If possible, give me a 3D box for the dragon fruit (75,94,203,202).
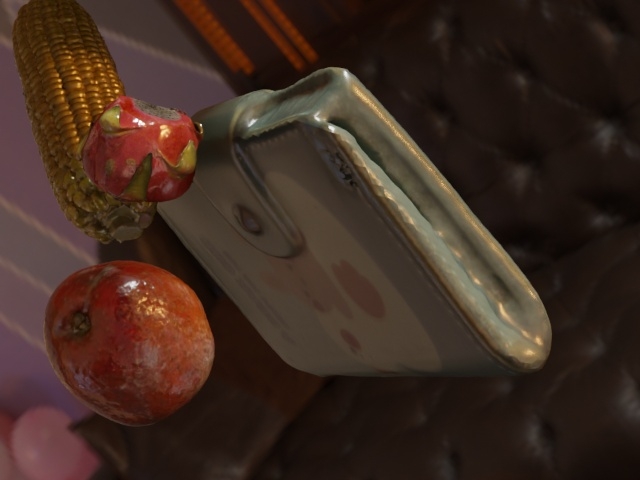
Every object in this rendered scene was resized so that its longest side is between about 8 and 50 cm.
[{"bbox_3d":[-0.121,-0.060,1.021,0.060,0.083,0.056,-89,18,-60],"label":"dragon fruit"}]

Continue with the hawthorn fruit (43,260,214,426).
[{"bbox_3d":[-0.197,0.098,1.538,0.173,0.173,0.173,-37,17,13],"label":"hawthorn fruit"}]

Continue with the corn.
[{"bbox_3d":[-0.179,-0.091,1.134,0.080,0.080,0.238,-36,53,15],"label":"corn"}]

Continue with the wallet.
[{"bbox_3d":[0.000,0.000,1.105,0.083,0.252,0.360,-44,14,-23],"label":"wallet"}]
